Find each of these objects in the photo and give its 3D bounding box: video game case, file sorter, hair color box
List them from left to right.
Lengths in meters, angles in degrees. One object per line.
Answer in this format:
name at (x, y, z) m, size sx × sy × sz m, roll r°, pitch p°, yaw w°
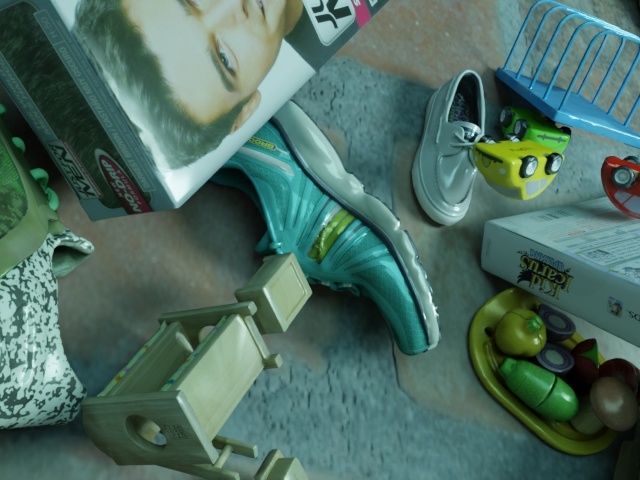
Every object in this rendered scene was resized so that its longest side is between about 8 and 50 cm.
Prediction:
hair color box at (-0.094, -0.201, 0.723) m, size 0.374 × 0.114 × 0.185 m, roll -51°, pitch 124°, yaw -40°
file sorter at (0.293, -0.190, 0.928) m, size 0.118 × 0.104 × 0.170 m, roll 14°, pitch 24°, yaw -17°
video game case at (0.339, 0.021, 0.812) m, size 0.270 × 0.244 × 0.061 m, roll -11°, pitch 112°, yaw -29°

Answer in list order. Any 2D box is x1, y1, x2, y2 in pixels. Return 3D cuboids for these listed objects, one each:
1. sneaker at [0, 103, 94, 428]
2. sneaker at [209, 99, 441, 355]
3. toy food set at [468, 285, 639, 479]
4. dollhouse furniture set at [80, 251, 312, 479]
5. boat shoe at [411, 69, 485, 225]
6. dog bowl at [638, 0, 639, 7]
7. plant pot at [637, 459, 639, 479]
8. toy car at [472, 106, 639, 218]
sneaker at (-0.265, -0.026, 0.633) m, size 0.182 × 0.158 × 0.410 m, roll 23°, pitch 46°, yaw -50°
sneaker at (0.000, 0.000, 0.752) m, size 0.110 × 0.107 × 0.275 m, roll -37°, pitch 77°, yaw -16°
toy food set at (0.246, 0.127, 0.792) m, size 0.218 × 0.071 × 0.128 m, roll 40°, pitch 54°, yaw 0°
dollhouse furniture set at (-0.069, 0.129, 0.658) m, size 0.182 × 0.101 × 0.160 m, roll -52°, pitch 125°, yaw -51°
boat shoe at (0.144, -0.102, 0.880) m, size 0.066 × 0.063 × 0.184 m, roll 25°, pitch 55°, yaw -11°
dog bowl at (0.609, -0.321, 1.201) m, size 0.349 × 0.102 × 0.348 m, roll 11°, pitch 59°, yaw -19°
plant pot at (0.381, 0.232, 0.697) m, size 0.275 × 0.274 × 0.293 m, roll 17°, pitch 47°, yaw -16°
toy car at (0.244, -0.086, 0.880) m, size 0.239 × 0.053 × 0.225 m, roll 8°, pitch 23°, yaw -12°
